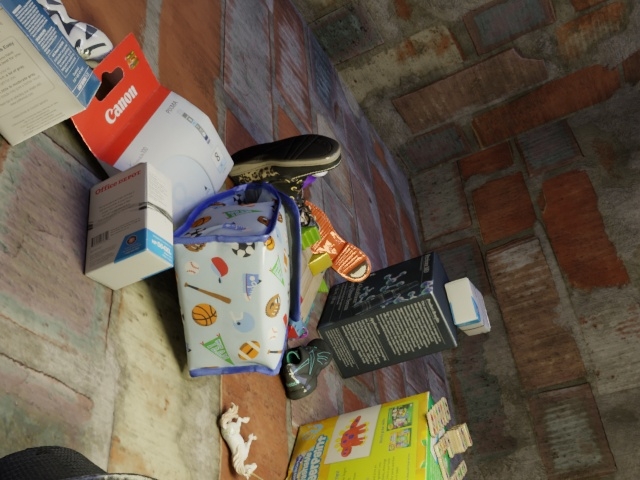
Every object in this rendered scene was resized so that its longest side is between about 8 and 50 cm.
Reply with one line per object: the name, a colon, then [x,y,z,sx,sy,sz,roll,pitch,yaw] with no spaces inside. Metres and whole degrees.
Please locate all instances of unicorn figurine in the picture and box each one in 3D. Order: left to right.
unicorn figurine: [-0.175,0.445,1.524,0.162,0.060,0.111,52,21,-1]

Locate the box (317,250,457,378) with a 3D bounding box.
box: [0.227,0.242,2.280,0.211,0.396,0.293,64,19,-18]

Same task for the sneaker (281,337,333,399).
sneaker: [-0.039,0.327,1.929,0.106,0.101,0.267,62,20,-13]

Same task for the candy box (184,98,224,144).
candy box: [-0.324,-0.269,1.838,0.186,0.053,0.109,51,26,-45]

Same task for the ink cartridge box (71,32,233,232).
ink cartridge box: [-0.351,-0.223,1.522,0.308,0.091,0.384,-69,144,-45]

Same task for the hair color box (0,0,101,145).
hair color box: [-0.543,-0.340,1.135,0.347,0.174,0.105,56,23,-34]

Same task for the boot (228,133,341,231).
boot: [-0.070,-0.135,1.949,0.138,0.378,0.284,-57,132,-45]

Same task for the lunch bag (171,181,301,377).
lunch bag: [-0.163,0.069,1.551,0.385,0.239,0.327,-79,169,-70]

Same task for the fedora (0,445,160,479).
fedora: [-0.347,0.368,0.903,0.152,0.334,0.334,46,1,39]

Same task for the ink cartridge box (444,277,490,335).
ink cartridge box: [0.475,0.217,2.246,0.191,0.082,0.139,40,36,-59]

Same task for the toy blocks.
toy blocks: [-0.117,0.086,1.889,0.381,0.191,0.260,67,31,-33]

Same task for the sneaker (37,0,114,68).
sneaker: [-0.507,-0.375,1.401,0.235,0.094,0.152,50,34,-59]

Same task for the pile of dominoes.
pile of dominoes: [0.325,0.492,1.710,0.251,0.040,0.195,9,63,-70]

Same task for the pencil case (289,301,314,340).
pencil case: [-0.058,0.223,2.033,0.070,0.064,0.151,45,27,-17]

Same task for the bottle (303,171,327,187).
bottle: [-0.083,-0.209,2.093,0.092,0.283,0.118,-39,108,-31]

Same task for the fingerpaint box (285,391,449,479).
fingerpaint box: [0.105,0.592,1.631,0.163,0.371,0.444,64,19,-20]

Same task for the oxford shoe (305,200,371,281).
oxford shoe: [0.000,0.000,2.213,0.363,0.130,0.133,45,-5,0]

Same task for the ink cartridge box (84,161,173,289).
ink cartridge box: [-0.364,-0.029,1.338,0.086,0.148,0.203,42,34,-50]

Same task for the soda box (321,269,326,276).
soda box: [-0.025,0.077,2.264,0.073,0.069,0.216,64,20,-14]
